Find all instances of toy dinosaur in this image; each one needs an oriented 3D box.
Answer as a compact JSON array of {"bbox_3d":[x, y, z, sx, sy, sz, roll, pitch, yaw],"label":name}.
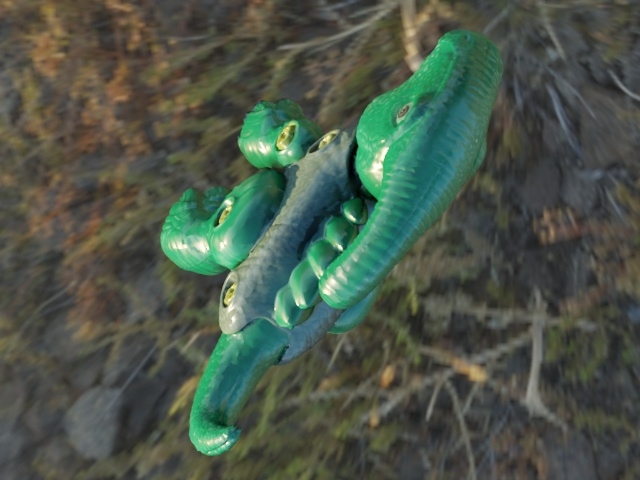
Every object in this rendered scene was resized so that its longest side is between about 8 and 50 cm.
[{"bbox_3d":[0.000,0.000,0.520,0.059,0.096,0.132,34,79,-18],"label":"toy dinosaur"}]
